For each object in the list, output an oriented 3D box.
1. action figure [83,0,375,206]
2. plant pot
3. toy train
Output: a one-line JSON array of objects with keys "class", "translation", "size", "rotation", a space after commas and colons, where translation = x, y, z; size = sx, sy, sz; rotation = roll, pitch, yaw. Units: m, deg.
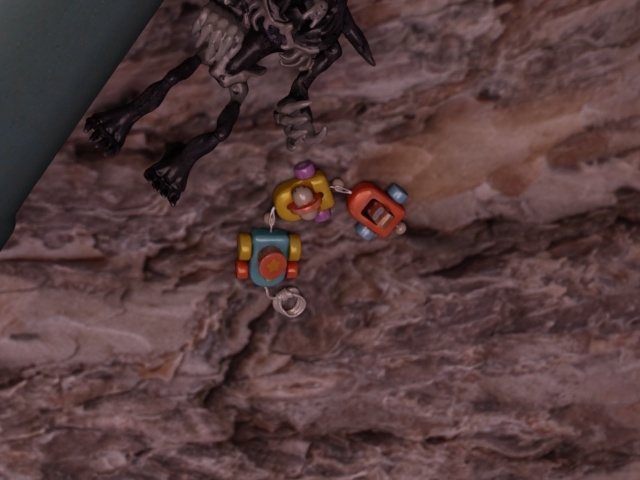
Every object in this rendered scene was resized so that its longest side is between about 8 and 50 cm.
[{"class": "action figure", "translation": [-0.057, -0.145, 1.449], "size": [0.275, 0.141, 0.164], "rotation": [-41, 114, 12]}, {"class": "plant pot", "translation": [-0.297, -0.168, 1.302], "size": [0.341, 0.341, 0.334], "rotation": [39, 93, -24]}, {"class": "toy train", "translation": [0.000, 0.000, 1.578], "size": [0.125, 0.046, 0.166], "rotation": [40, 101, -24]}]
